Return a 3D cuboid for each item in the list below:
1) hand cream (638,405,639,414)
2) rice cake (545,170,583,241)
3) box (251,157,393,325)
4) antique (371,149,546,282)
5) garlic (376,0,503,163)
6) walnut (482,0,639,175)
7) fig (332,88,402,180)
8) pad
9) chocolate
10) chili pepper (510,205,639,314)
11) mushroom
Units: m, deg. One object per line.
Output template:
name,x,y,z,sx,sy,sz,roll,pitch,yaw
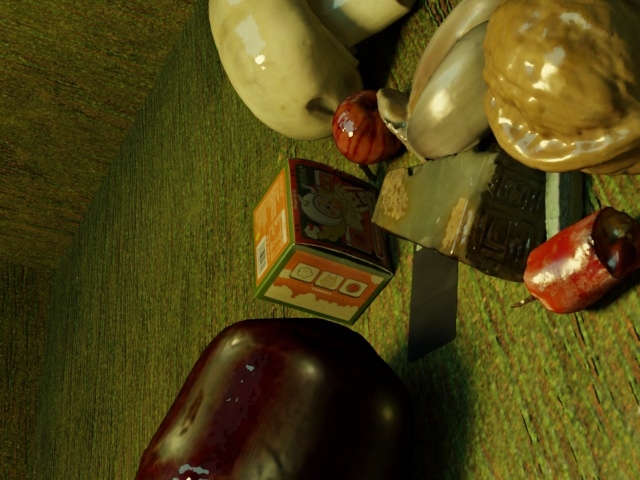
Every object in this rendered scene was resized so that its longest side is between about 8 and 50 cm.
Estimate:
hand cream,0.356,0.072,1.116,0.052,0.038,0.216,49,-126,-84
rice cake,0.293,-0.073,1.350,0.034,0.043,0.211,136,146,-56
box,0.000,0.000,1.787,0.148,0.177,0.195,-54,28,37
antique,0.175,-0.036,1.480,0.284,0.125,0.150,8,79,66
garlic,0.202,-0.229,1.509,0.325,0.132,0.279,-46,22,34
walnut,0.290,-0.177,1.201,0.257,0.224,0.257,-26,42,26
fig,0.083,-0.179,1.829,0.150,0.128,0.128,46,-123,-70
pad,0.159,0.068,1.594,0.116,0.004,0.193,-37,40,52
chocolate,-0.057,0.264,1.477,0.383,0.383,0.331,-18,57,63
chili pepper,0.274,0.039,1.261,0.192,0.084,0.086,-41,5,47
mushroom,-0.045,-0.366,1.981,0.353,0.325,0.353,-57,18,31
